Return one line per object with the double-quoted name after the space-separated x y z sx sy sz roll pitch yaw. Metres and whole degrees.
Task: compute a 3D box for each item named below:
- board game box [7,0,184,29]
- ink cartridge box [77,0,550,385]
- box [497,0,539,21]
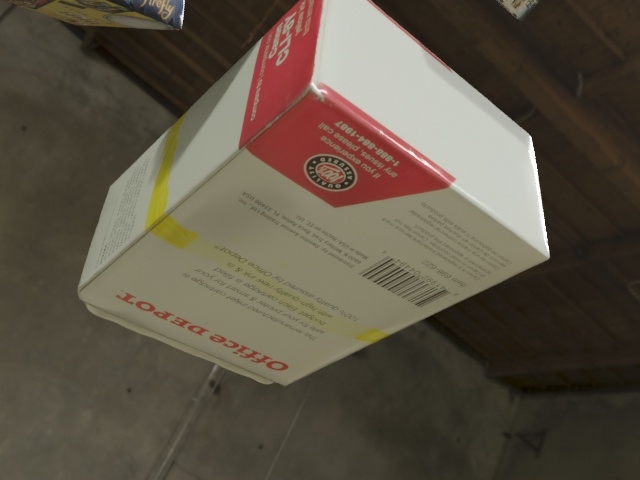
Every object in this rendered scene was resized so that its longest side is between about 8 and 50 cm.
-0.284 -0.279 0.807 0.165 0.042 0.243 9 5 22 "board game box"
-0.021 -0.023 0.741 0.279 0.160 0.384 30 -44 -30 "ink cartridge box"
0.284 -0.368 0.887 0.036 0.207 0.114 51 21 24 "box"
